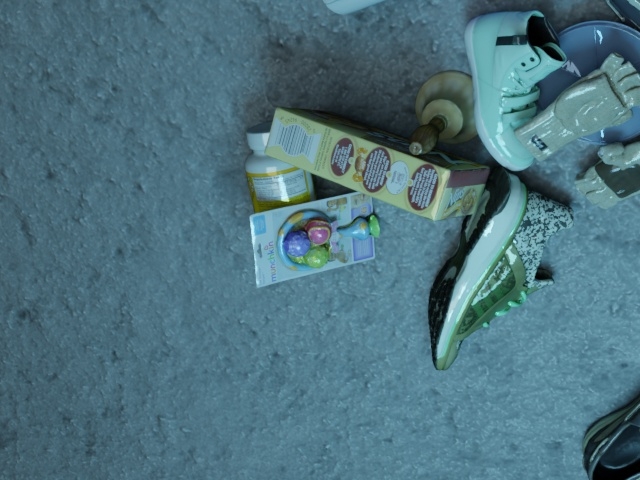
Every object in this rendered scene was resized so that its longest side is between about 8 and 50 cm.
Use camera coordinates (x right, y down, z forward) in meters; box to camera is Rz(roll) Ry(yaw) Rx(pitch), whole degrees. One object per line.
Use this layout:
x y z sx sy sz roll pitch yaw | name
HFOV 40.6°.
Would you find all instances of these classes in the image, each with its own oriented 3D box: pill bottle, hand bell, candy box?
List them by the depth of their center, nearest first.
0.181 -0.178 1.348 0.126 0.242 0.126 8 114 18 | hand bell
0.091 -0.128 1.396 0.317 0.183 0.087 24 107 26 | candy box
-0.071 -0.104 1.552 0.118 0.117 0.208 -2 112 22 | pill bottle

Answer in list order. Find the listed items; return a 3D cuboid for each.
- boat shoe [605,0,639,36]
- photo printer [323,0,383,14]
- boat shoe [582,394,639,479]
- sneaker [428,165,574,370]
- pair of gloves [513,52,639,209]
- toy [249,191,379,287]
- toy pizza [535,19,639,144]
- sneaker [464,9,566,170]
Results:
0.499 -0.318 1.280 0.206 0.075 0.065 45 164 -8 | boat shoe
0.119 -0.490 1.240 0.308 0.107 0.255 -9 92 44 | photo printer
0.590 0.316 1.472 0.132 0.130 0.355 37 121 2 | boat shoe
0.306 0.080 1.484 0.182 0.158 0.410 16 124 -5 | sneaker
0.444 -0.156 1.318 0.240 0.042 0.204 34 131 -20 | pair of gloves
0.000 0.000 1.517 0.056 0.237 0.136 29 128 56 | toy
0.430 -0.243 1.331 0.201 0.032 0.201 17 128 23 | toy pizza
0.311 -0.226 1.327 0.151 0.094 0.255 8 119 58 | sneaker
